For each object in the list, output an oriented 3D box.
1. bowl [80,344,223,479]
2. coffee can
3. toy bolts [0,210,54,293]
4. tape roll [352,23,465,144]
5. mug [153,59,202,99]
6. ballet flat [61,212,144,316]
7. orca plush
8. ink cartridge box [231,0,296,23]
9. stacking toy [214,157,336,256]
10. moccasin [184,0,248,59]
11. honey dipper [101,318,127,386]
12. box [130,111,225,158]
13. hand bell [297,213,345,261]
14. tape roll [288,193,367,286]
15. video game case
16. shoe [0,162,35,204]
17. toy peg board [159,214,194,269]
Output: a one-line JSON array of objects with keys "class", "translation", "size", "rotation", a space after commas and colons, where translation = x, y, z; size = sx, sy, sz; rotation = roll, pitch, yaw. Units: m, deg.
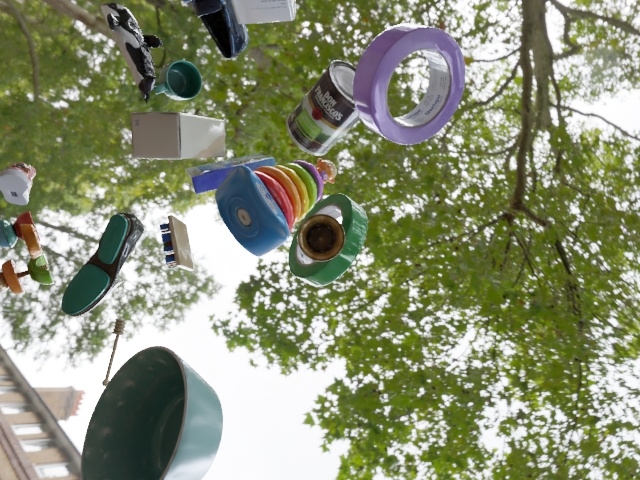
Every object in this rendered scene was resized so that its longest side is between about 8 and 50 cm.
[{"class": "bowl", "translation": [-0.319, 0.390, 0.925], "size": [0.311, 0.163, 0.311], "rotation": [-21, -129, 28]}, {"class": "coffee can", "translation": [0.033, -0.461, 1.610], "size": [0.275, 0.201, 0.201], "rotation": [-38, -127, 44]}, {"class": "toy bolts", "translation": [-0.880, 0.019, 1.277], "size": [0.228, 0.158, 0.218], "rotation": [56, -32, 26]}, {"class": "tape roll", "translation": [0.221, -0.382, 1.125], "size": [0.275, 0.275, 0.090], "rotation": [-56, -142, 13]}, {"class": "mug", "translation": [-0.508, -0.561, 1.588], "size": [0.097, 0.158, 0.129], "rotation": [15, -81, 47]}, {"class": "ballet flat", "translation": [-0.508, 0.063, 1.096], "size": [0.095, 0.096, 0.280], "rotation": [34, -88, 14]}, {"class": "orca plush", "translation": [-0.439, -0.480, 1.112], "size": [0.102, 0.151, 0.287], "rotation": [-26, -120, -11]}, {"class": "ink cartridge box", "translation": [-0.121, -0.576, 0.811], "size": [0.122, 0.289, 0.211], "rotation": [-3, -114, 4]}, {"class": "stacking toy", "translation": [-0.059, -0.110, 0.994], "size": [0.166, 0.302, 0.175], "rotation": [-31, -87, 50]}, {"class": "moccasin", "translation": [-0.323, -0.718, 1.379], "size": [0.138, 0.342, 0.117], "rotation": [-4, -130, 31]}, {"class": "honey dipper", "translation": [-0.503, 0.272, 1.106], "size": [0.030, 0.030, 0.160], "rotation": [-3, -106, 40]}, {"class": "box", "translation": [-0.401, -0.302, 1.325], "size": [0.148, 0.311, 0.121], "rotation": [3, -78, 11]}, {"class": "hand bell", "translation": [0.000, 0.000, 1.309], "size": [0.126, 0.242, 0.126], "rotation": [0, -94, -1]}, {"class": "tape roll", "translation": [0.019, -0.004, 1.543], "size": [0.321, 0.077, 0.321], "rotation": [-36, -143, 33]}, {"class": "video game case", "translation": [-0.303, -0.230, 1.516], "size": [0.244, 0.269, 0.061], "rotation": [-145, -139, -64]}, {"class": "shoe", "translation": [-0.703, -0.150, 1.053], "size": [0.178, 0.063, 0.081], "rotation": [-30, -124, 57]}, {"class": "toy peg board", "translation": [-0.474, 0.018, 1.453], "size": [0.079, 0.160, 0.161], "rotation": [-13, -99, -2]}]
